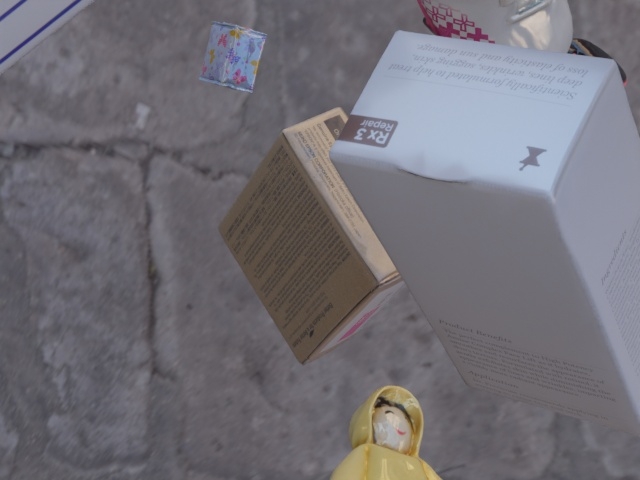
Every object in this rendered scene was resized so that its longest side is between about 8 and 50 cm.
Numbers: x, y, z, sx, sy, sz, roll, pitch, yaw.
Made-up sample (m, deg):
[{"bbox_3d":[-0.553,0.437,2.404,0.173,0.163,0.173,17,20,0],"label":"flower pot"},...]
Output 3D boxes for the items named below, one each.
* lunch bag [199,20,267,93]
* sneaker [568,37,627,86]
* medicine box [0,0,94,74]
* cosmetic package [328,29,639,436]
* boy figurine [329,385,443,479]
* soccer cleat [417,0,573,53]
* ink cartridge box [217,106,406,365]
[{"bbox_3d":[-0.100,-0.204,1.556,0.053,0.083,0.071,11,96,-34],"label":"lunch bag"},{"bbox_3d":[0.231,-0.151,1.684,0.314,0.136,0.116,-9,49,-35],"label":"sneaker"},{"bbox_3d":[-0.289,-0.229,0.860,0.263,0.149,0.289,-36,127,7],"label":"medicine box"},{"bbox_3d":[0.105,0.002,0.706,0.117,0.231,0.085,14,62,31],"label":"cosmetic package"},{"bbox_3d":[0.088,0.268,1.441,0.177,0.092,0.285,18,33,-18],"label":"boy figurine"},{"bbox_3d":[0.128,-0.235,1.119,0.331,0.143,0.116,41,70,-36],"label":"soccer cleat"},{"bbox_3d":[0.000,0.000,1.520,0.088,0.234,0.193,-26,77,-31],"label":"ink cartridge box"}]
